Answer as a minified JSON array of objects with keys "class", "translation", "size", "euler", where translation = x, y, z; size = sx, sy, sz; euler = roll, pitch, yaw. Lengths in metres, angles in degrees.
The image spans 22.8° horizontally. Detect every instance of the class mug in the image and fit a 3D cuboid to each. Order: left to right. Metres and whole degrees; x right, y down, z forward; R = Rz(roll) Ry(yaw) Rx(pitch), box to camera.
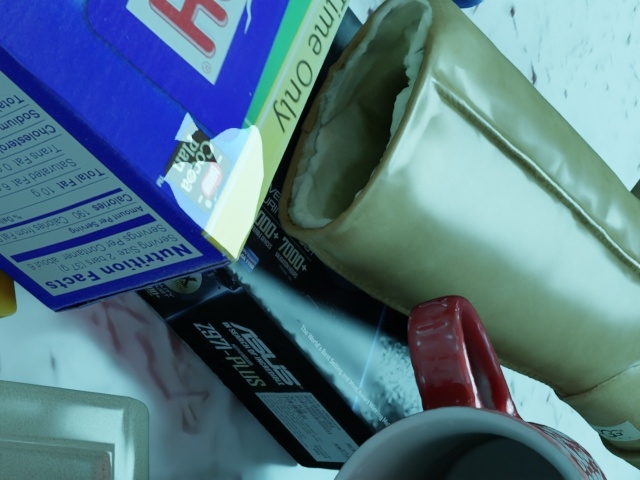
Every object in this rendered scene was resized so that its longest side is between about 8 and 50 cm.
[{"class":"mug","translation":[0.080,0.109,0.679],"size":[0.169,0.113,0.150],"euler":[18,89,-73]}]

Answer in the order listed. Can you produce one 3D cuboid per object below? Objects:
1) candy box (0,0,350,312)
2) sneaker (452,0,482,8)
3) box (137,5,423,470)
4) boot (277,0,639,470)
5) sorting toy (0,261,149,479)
[{"class":"candy box","translation":[-0.123,-0.173,0.615],"size":[0.317,0.122,0.268],"euler":[45,51,-33]},{"class":"sneaker","translation":[0.087,-0.170,0.868],"size":[0.221,0.083,0.087],"euler":[-5,103,-38]},{"class":"box","translation":[0.000,0.000,0.760],"size":[0.180,0.077,0.147],"euler":[50,55,-28]},{"class":"boot","translation":[0.124,-0.037,0.769],"size":[0.269,0.089,0.236],"euler":[37,61,-34]},{"class":"sorting toy","translation":[-0.147,0.143,0.626],"size":[0.196,0.047,0.347],"euler":[16,67,-46]}]
